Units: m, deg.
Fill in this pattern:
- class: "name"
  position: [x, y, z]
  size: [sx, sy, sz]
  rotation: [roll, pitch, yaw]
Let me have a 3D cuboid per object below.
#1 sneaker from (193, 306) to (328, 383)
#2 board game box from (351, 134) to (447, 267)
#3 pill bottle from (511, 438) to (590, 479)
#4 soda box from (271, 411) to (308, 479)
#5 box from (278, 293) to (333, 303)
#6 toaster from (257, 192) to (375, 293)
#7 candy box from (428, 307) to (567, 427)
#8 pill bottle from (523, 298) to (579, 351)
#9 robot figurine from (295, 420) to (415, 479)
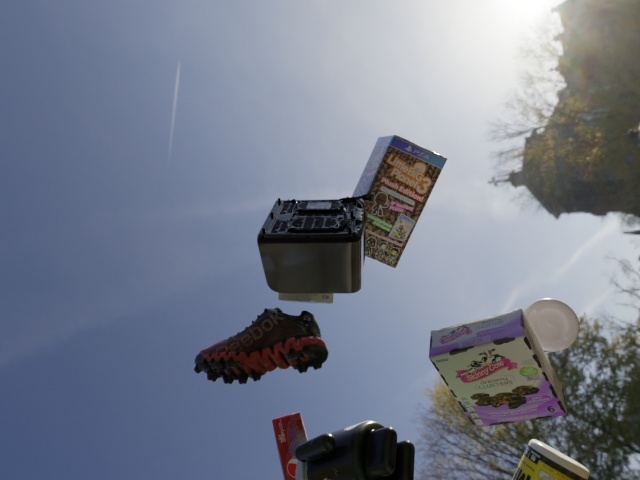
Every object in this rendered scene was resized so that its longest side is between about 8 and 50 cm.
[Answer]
- class: "sneaker"
  position: [-0.123, 0.210, 0.985]
  size: [0.097, 0.276, 0.135]
  rotation: [71, -171, -49]
- class: "board game box"
  position: [0.171, -0.109, 1.236]
  size: [0.141, 0.232, 0.291]
  rotation: [23, -82, -7]
- class: "pill bottle"
  position: [0.433, 0.519, 0.951]
  size: [0.119, 0.119, 0.208]
  rotation: [33, -98, -41]
- class: "soda box"
  position: [-0.068, 0.625, 1.358]
  size: [0.092, 0.263, 0.083]
  rotation: [-13, -57, -9]
- class: "box"
  position: [-0.029, 0.088, 1.067]
  size: [0.101, 0.087, 0.101]
  rotation: [18, -106, -58]
- class: "toaster"
  position: [0.000, 0.000, 0.800]
  size: [0.168, 0.186, 0.110]
  rotation: [-78, -15, -63]
- class: "candy box"
  position: [0.306, 0.227, 0.833]
  size: [0.196, 0.165, 0.070]
  rotation: [55, -148, -22]
- class: "pill bottle"
  position: [0.506, 0.195, 1.081]
  size: [0.187, 0.112, 0.112]
  rotation: [38, -120, -68]
- class: "robot figurine"
  position: [0.070, 0.496, 1.031]
  size: [0.174, 0.278, 0.209]
  rotation: [-8, -111, -54]
